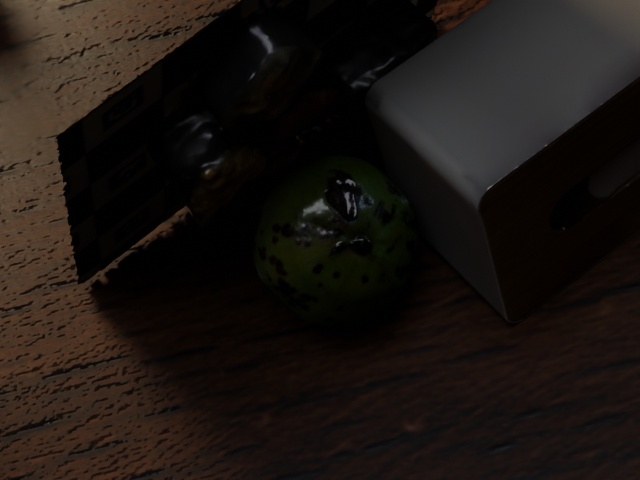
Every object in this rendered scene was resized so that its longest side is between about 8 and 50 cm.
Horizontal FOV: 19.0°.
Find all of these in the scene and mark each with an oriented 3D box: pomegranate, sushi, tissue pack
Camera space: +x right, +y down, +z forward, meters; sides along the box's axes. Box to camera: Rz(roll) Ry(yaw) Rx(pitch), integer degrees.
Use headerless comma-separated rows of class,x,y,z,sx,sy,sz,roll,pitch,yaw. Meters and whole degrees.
pomegranate,0.000,0.000,1.374,0.122,0.122,0.161,-50,29,-21
sushi,-0.015,-0.098,1.328,0.359,0.343,0.064,-39,80,-14
tissue pack,0.175,-0.089,1.359,0.246,0.159,0.136,-37,53,-12
